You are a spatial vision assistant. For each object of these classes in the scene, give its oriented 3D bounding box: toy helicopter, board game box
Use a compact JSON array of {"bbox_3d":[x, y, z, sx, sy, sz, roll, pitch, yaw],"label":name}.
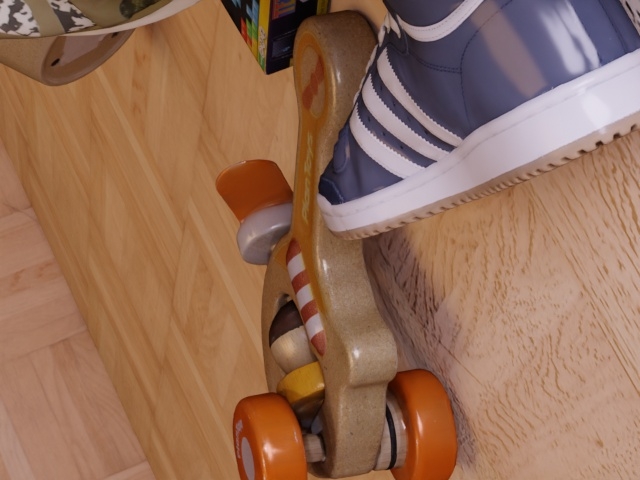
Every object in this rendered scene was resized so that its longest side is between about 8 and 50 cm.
[{"bbox_3d":[0.000,0.000,1.040,0.235,0.140,0.355,-119,27,-51],"label":"toy helicopter"},{"bbox_3d":[-0.043,-0.214,0.976,0.141,0.048,0.170,58,160,25],"label":"board game box"}]

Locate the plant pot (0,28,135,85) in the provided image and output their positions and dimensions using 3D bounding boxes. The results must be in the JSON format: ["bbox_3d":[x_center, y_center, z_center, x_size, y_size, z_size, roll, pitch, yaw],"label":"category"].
[{"bbox_3d":[-0.295,-0.279,1.383,0.274,0.256,0.256,47,158,12],"label":"plant pot"}]

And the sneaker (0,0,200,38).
[{"bbox_3d":[-0.063,-0.149,0.564,0.410,0.182,0.158,-7,106,32],"label":"sneaker"}]

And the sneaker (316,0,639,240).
[{"bbox_3d":[0.052,-0.095,0.739,0.153,0.099,0.282,64,156,-2],"label":"sneaker"}]
